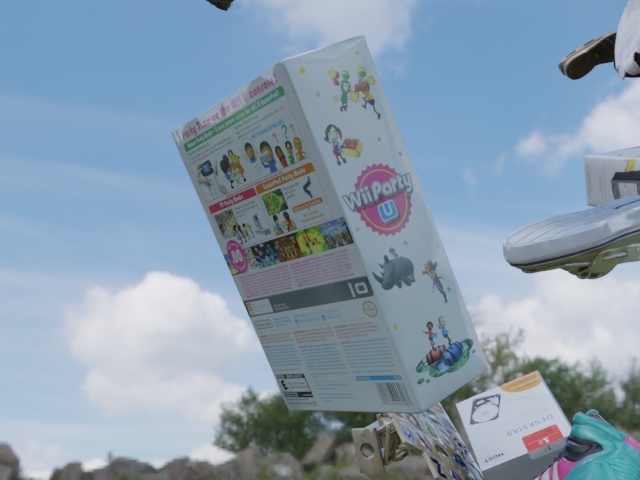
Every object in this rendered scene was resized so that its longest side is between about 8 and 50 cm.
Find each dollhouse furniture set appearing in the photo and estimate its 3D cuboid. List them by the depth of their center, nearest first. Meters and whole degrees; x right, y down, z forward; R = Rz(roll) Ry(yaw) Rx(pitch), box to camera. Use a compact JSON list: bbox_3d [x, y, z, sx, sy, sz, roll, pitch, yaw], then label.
[{"bbox_3d":[0.185,0.404,1.755,0.161,0.101,0.182,-12,0,36],"label":"dollhouse furniture set"}]

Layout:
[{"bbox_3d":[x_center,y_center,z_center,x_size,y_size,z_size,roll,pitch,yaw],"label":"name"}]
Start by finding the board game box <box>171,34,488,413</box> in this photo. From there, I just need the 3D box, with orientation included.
[{"bbox_3d":[0.000,0.000,0.786,0.097,0.303,0.224,-26,6,-34],"label":"board game box"}]

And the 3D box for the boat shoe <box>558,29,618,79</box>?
[{"bbox_3d":[0.598,-0.412,1.868,0.178,0.060,0.064,-28,-60,-2],"label":"boat shoe"}]

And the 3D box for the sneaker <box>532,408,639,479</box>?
[{"bbox_3d":[0.354,0.327,1.192,0.124,0.178,0.295,39,-28,-2],"label":"sneaker"}]

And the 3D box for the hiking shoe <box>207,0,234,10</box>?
[{"bbox_3d":[-0.148,-0.498,1.469,0.086,0.227,0.114,24,-43,-40],"label":"hiking shoe"}]

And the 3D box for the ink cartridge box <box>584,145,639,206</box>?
[{"bbox_3d":[0.773,-0.140,1.927,0.226,0.131,0.306,-10,9,-17],"label":"ink cartridge box"}]

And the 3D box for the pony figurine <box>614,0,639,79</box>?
[{"bbox_3d":[0.618,-0.489,1.496,0.363,0.351,0.303,3,-41,8],"label":"pony figurine"}]

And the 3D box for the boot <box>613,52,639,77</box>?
[{"bbox_3d":[0.704,-0.309,1.670,0.264,0.280,0.096,-7,-47,25],"label":"boot"}]

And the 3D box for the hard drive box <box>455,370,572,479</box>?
[{"bbox_3d":[0.371,0.364,1.606,0.181,0.089,0.232,-24,19,5],"label":"hard drive box"}]

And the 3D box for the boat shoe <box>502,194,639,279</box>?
[{"bbox_3d":[0.385,0.007,1.209,0.302,0.094,0.109,-14,11,-28],"label":"boat shoe"}]

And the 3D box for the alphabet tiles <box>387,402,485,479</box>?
[{"bbox_3d":[0.193,0.341,1.638,0.011,0.342,0.285,-44,-49,13],"label":"alphabet tiles"}]
